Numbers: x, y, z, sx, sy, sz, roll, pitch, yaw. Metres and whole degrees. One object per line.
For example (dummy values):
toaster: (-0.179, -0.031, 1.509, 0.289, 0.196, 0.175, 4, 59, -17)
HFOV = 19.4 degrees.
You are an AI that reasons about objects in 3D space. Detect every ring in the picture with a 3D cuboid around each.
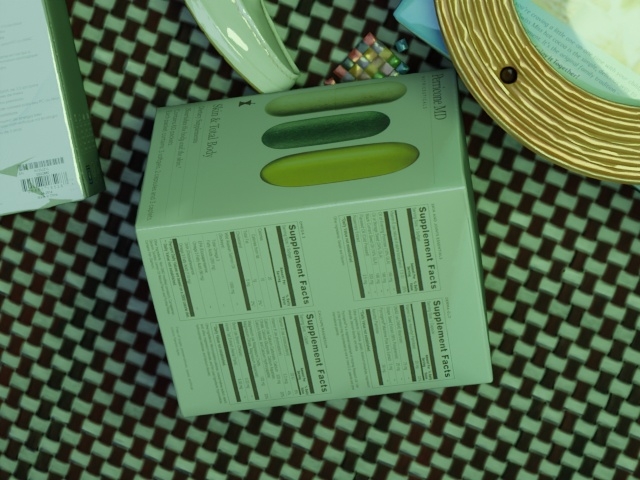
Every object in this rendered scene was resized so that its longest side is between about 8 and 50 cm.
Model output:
ring: (0.251, -0.209, 1.410, 0.337, 0.032, 0.336, 0, 95, 4)

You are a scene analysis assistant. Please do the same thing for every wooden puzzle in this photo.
wooden puzzle: (0.045, -0.152, 1.679, 0.049, 0.006, 0.083, 42, 99, -1)

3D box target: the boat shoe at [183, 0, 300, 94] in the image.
boat shoe: (-0.085, -0.252, 1.633, 0.096, 0.098, 0.277, -32, 92, 9)

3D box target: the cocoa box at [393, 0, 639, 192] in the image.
cocoa box: (0.264, -0.179, 1.543, 0.347, 0.228, 0.231, 35, 99, 0)

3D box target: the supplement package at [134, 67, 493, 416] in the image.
supplement package: (0.000, 0.000, 1.573, 0.263, 0.199, 0.198, -7, 123, 6)

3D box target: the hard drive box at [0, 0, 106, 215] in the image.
hard drive box: (-0.308, -0.136, 1.673, 0.181, 0.089, 0.232, -10, 96, 6)
